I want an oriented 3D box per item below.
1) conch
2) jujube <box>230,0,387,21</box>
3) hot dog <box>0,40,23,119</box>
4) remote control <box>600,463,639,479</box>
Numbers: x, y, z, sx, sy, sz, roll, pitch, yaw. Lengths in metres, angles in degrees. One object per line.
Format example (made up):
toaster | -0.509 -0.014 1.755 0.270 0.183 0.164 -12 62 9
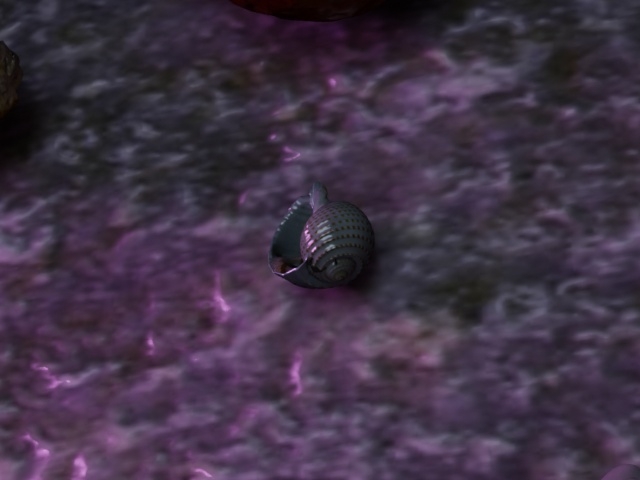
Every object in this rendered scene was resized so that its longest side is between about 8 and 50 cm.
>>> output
conch | 0.003 0.003 1.291 0.076 0.056 0.085 -36 24 19
jujube | -0.023 -0.255 1.384 0.243 0.183 0.183 29 75 41
hot dog | -0.317 -0.126 1.451 0.146 0.103 0.213 -22 32 -17
remote control | 0.103 0.266 1.104 0.313 0.055 0.109 -43 56 -5
